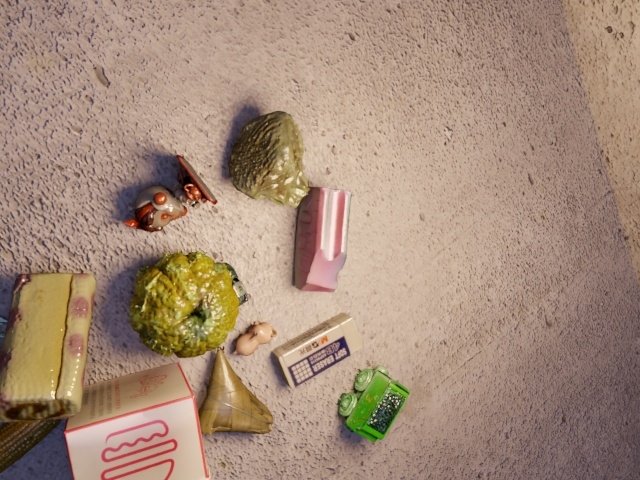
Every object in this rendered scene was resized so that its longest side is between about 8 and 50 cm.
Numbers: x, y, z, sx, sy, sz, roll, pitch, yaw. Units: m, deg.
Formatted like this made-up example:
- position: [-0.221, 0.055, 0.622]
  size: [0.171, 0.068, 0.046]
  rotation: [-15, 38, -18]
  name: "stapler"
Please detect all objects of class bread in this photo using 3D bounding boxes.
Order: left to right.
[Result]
- position: [-0.653, 0.247, 1.165]
  size: [0.187, 0.155, 0.338]
  rotation: [5, 53, -24]
  name: "bread"

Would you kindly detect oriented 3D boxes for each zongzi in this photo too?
- position: [-0.242, 0.461, 1.491]
  size: [0.228, 0.115, 0.256]
  rotation: [15, 79, -29]
  name: "zongzi"

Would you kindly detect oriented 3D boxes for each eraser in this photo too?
- position: [-0.006, 0.355, 1.588]
  size: [0.279, 0.081, 0.124]
  rotation: [-26, 105, -19]
  name: "eraser"

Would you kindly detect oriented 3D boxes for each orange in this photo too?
- position: [-0.359, 0.176, 1.329]
  size: [0.300, 0.223, 0.301]
  rotation: [15, 93, -25]
  name: "orange"

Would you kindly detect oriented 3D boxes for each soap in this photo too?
- position: [0.000, 0.000, 1.489]
  size: [0.109, 0.193, 0.323]
  rotation: [1, 97, -22]
  name: "soap"

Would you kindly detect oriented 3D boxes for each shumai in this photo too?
- position: [-0.124, -0.238, 1.417]
  size: [0.222, 0.225, 0.260]
  rotation: [5, 105, -50]
  name: "shumai"

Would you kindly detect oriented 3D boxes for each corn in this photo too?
- position: [-0.777, 0.507, 1.252]
  size: [0.262, 0.097, 0.097]
  rotation: [-37, 110, -19]
  name: "corn"

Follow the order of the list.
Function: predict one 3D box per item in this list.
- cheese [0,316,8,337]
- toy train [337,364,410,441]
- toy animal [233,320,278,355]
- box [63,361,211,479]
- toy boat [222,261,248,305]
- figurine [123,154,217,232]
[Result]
- position: [-0.775, 0.236, 1.258]
  size: [0.121, 0.026, 0.067]
  rotation: [18, 88, -25]
  name: "cheese"
- position: [0.175, 0.546, 1.636]
  size: [0.132, 0.188, 0.243]
  rotation: [37, 82, -23]
  name: "toy train"
- position: [-0.203, 0.304, 1.498]
  size: [0.150, 0.083, 0.089]
  rotation: [-30, 121, -6]
  name: "toy animal"
- position: [-0.476, 0.534, 1.273]
  size: [0.312, 0.314, 0.300]
  rotation: [-11, 98, -23]
  name: "box"
- position: [-0.265, 0.130, 1.461]
  size: [0.055, 0.060, 0.141]
  rotation: [-31, 104, -43]
  name: "toy boat"
- position: [-0.419, -0.101, 1.312]
  size: [0.226, 0.183, 0.160]
  rotation: [-36, 100, -3]
  name: "figurine"
